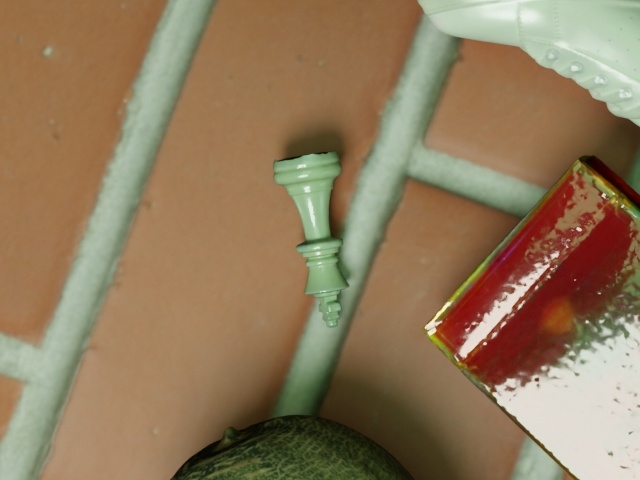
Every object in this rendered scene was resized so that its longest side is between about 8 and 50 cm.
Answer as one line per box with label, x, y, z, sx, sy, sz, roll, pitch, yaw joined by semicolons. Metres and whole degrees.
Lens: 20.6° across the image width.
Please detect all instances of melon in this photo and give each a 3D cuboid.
melon;-0.007;0.298;1.390;0.249;0.248;0.329;-24;89;4

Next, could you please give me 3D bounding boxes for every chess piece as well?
chess piece;0.000;0.000;1.494;0.059;0.059;0.149;-11;92;5

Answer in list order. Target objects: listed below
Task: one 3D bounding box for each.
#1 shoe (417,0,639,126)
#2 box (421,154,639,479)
shoe;0.258;-0.147;1.440;0.363;0.132;0.160;2;93;2
box;0.263;0.106;1.418;0.313;0.089;0.197;44;105;11
